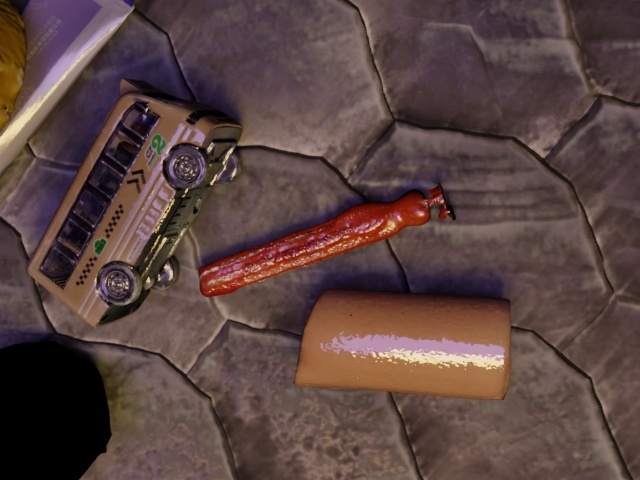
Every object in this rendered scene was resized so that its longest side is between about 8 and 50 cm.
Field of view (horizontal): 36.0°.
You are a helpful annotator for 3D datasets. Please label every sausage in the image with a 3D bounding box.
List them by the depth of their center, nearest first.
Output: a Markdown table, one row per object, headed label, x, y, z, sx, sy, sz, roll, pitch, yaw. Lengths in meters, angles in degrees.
| label | x | y | z | sx | sy | sz | roll | pitch | yaw |
| --- | --- | --- | --- | --- | --- | --- | --- | --- | --- |
| sausage | 0.095 | 0.121 | 1.166 | 0.253 | 0.123 | 0.123 | 3 | 98 | 8 |

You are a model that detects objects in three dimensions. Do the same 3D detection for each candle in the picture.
| label | x | y | z | sx | sy | sz | roll | pitch | yaw |
| --- | --- | --- | --- | --- | --- | --- | --- | --- | --- |
| candle | 0.000 | 0.000 | 1.206 | 0.329 | 0.048 | 0.051 | -19 | 53 | 11 |

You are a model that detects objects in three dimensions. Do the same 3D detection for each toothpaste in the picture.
| label | x | y | z | sx | sy | sz | roll | pitch | yaw |
| --- | --- | --- | --- | --- | --- | --- | --- | --- | --- |
| toothpaste | -0.383 | -0.179 | 1.232 | 0.125 | 0.080 | 0.371 | 37 | 97 | 10 |

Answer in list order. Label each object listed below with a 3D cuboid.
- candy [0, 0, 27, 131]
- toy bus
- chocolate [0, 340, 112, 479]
| label | x | y | z | sx | sy | sz | roll | pitch | yaw |
| --- | --- | --- | --- | --- | --- | --- | --- | --- | --- |
| candy | -0.467 | -0.204 | 1.178 | 0.260 | 0.118 | 0.260 | -10 | 69 | 27 |
| toy bus | -0.223 | -0.048 | 1.191 | 0.157 | 0.139 | 0.289 | 34 | 105 | 8 |
| chocolate | -0.371 | 0.260 | 1.271 | 0.224 | 0.206 | 0.177 | 27 | 145 | 15 |
